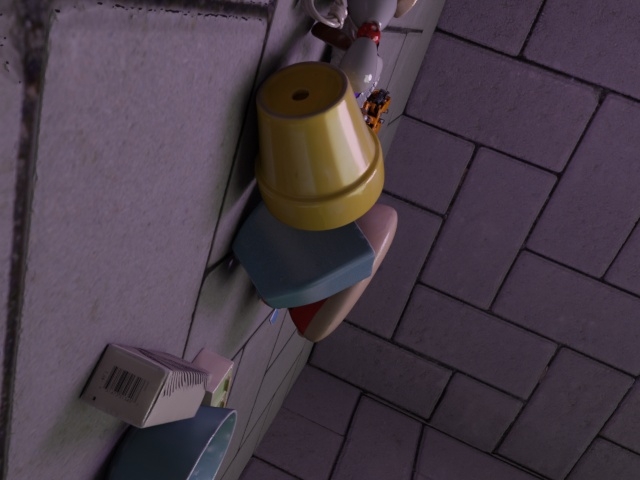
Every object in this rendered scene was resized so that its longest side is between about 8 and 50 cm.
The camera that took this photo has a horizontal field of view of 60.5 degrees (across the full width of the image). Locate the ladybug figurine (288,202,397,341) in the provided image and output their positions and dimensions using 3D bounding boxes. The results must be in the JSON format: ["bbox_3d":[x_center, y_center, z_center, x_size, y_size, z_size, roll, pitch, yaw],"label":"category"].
[{"bbox_3d":[0.041,0.078,1.507,0.449,0.162,0.305,-58,-176,12],"label":"ladybug figurine"}]

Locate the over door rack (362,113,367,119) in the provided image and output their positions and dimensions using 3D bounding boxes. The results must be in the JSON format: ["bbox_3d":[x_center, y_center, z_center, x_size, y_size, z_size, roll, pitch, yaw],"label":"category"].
[{"bbox_3d":[0.080,-0.241,1.831,0.324,0.108,0.239,98,19,-62],"label":"over door rack"}]

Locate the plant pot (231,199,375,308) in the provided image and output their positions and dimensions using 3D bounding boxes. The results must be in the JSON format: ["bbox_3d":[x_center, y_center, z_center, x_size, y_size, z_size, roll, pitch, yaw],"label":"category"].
[{"bbox_3d":[-0.052,0.020,1.238,0.252,0.247,0.248,-31,166,-6],"label":"plant pot"}]

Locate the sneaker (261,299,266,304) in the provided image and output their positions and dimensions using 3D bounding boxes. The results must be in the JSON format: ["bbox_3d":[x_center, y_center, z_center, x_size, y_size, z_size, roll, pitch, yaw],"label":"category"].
[{"bbox_3d":[-0.102,0.084,1.639,0.121,0.099,0.262,-60,171,-62],"label":"sneaker"}]

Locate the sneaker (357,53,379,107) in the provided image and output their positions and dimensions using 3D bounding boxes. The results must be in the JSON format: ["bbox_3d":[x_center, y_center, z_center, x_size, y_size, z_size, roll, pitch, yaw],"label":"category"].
[{"bbox_3d":[0.096,-0.421,1.527,0.228,0.086,0.132,-69,169,22],"label":"sneaker"}]

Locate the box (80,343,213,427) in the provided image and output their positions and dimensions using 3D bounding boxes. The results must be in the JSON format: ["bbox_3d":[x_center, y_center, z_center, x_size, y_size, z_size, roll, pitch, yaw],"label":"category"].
[{"bbox_3d":[-0.278,0.245,0.929,0.275,0.113,0.094,83,30,-76],"label":"box"}]

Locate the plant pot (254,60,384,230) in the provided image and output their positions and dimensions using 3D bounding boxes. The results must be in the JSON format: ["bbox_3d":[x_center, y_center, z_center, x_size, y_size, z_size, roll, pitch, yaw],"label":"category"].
[{"bbox_3d":[-0.015,-0.187,1.024,0.254,0.254,0.239,-61,154,-30],"label":"plant pot"}]

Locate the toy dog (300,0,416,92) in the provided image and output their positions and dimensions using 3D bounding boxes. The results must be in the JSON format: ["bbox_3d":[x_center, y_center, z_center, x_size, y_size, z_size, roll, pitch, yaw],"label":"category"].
[{"bbox_3d":[0.072,-0.433,1.110,0.161,0.220,0.333,-22,-155,55],"label":"toy dog"}]

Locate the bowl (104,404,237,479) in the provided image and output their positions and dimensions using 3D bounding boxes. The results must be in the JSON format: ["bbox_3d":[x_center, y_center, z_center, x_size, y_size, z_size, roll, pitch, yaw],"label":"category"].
[{"bbox_3d":[-0.311,0.454,1.105,0.311,0.163,0.311,24,90,-81],"label":"bowl"}]

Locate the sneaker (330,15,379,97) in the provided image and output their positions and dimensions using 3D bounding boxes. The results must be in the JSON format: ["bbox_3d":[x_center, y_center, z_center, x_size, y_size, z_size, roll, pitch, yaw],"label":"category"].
[{"bbox_3d":[0.070,-0.371,1.305,0.146,0.102,0.293,1,114,-61],"label":"sneaker"}]

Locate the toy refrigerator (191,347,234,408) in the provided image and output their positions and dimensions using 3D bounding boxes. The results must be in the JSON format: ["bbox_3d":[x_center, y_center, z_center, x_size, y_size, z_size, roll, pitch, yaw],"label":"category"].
[{"bbox_3d":[-0.285,0.398,1.350,0.102,0.094,0.269,-56,166,-49],"label":"toy refrigerator"}]

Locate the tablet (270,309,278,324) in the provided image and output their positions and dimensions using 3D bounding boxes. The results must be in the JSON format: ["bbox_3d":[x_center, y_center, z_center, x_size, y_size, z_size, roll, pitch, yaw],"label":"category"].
[{"bbox_3d":[-0.171,0.279,2.025,0.083,0.006,0.054,86,29,-70],"label":"tablet"}]

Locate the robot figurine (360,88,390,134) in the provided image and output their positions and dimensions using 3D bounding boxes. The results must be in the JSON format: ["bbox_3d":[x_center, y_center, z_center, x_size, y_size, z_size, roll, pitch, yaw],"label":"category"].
[{"bbox_3d":[0.184,-0.451,1.979,0.291,0.085,0.211,-47,159,-67],"label":"robot figurine"}]
